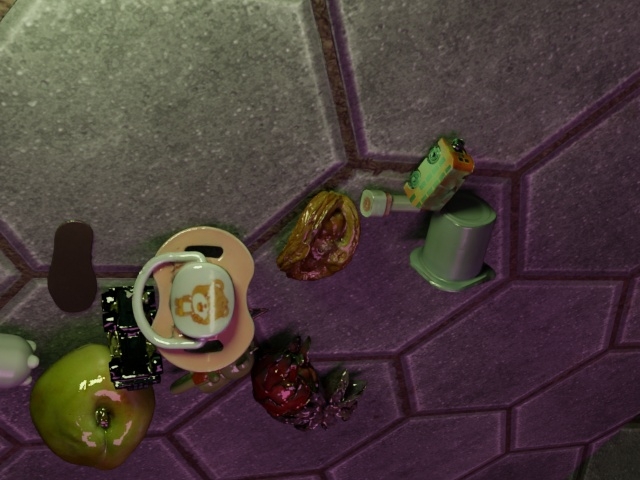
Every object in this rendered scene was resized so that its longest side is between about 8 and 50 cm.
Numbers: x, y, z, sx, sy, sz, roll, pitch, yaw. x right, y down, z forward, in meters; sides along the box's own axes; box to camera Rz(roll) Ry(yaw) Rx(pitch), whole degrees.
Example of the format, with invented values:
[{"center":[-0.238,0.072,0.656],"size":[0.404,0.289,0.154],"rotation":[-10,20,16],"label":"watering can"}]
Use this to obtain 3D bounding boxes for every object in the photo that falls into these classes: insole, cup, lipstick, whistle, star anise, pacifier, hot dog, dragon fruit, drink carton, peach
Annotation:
[{"center":[-0.568,0.067,1.720],"size":[0.111,0.007,0.328],"rotation":[-2,138,-21],"label":"insole"},{"center":[-0.776,0.303,1.820],"size":[0.142,0.134,0.173],"rotation":[13,131,-36],"label":"cup"},{"center":[0.187,-0.087,1.796],"size":[0.186,0.057,0.063],"rotation":[0,110,-29],"label":"lipstick"},{"center":[-0.296,0.355,2.083],"size":[0.288,0.131,0.106],"rotation":[-26,111,14],"label":"whistle"},{"center":[-0.002,0.517,2.388],"size":[0.332,0.117,0.331],"rotation":[-12,136,-11],"label":"star anise"},{"center":[-0.270,0.134,1.732],"size":[0.220,0.332,0.273],"rotation":[-2,178,29],"label":"pacifier"},{"center":[0.000,0.004,1.779],"size":[0.175,0.114,0.259],"rotation":[5,137,-27],"label":"hot dog"},{"center":[-0.103,0.388,2.140],"size":[0.193,0.192,0.274],"rotation":[1,127,-10],"label":"dragon fruit"},{"center":[0.337,0.000,1.843],"size":[0.191,0.185,0.189],"rotation":[-15,137,-27],"label":"drink carton"},{"center":[-0.577,0.412,1.885],"size":[0.281,0.316,0.314],"rotation":[12,98,-37],"label":"peach"}]

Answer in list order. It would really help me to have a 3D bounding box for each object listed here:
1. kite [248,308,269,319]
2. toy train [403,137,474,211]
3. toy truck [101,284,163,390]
[{"center":[-0.259,0.207,2.002],"size":[0.241,0.014,0.183],"rotation":[6,134,-25],"label":"kite"},{"center":[0.271,-0.149,1.715],"size":[0.072,0.099,0.188],"rotation":[10,134,-30],"label":"toy train"},{"center":[-0.443,0.234,1.768],"size":[0.127,0.257,0.127],"rotation":[-5,143,-16],"label":"toy truck"}]
